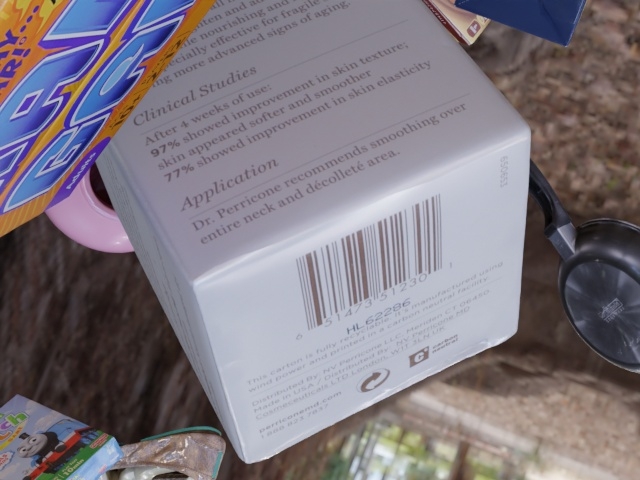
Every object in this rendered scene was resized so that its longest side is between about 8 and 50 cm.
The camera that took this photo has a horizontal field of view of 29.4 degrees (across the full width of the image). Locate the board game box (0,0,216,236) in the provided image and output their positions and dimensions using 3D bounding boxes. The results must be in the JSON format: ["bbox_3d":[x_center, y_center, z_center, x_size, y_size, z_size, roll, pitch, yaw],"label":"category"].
[{"bbox_3d":[-0.287,-0.216,0.791,0.356,0.356,0.356,43,-153,1],"label":"board game box"}]

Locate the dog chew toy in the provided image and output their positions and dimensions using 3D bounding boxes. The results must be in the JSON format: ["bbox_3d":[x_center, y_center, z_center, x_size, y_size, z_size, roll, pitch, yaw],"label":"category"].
[{"bbox_3d":[-0.271,-0.100,1.584,0.206,0.206,0.332,24,-178,-17],"label":"dog chew toy"}]

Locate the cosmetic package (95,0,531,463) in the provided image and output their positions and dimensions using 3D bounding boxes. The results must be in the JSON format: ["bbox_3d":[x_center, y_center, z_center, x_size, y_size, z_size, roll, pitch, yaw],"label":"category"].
[{"bbox_3d":[-0.032,-0.067,1.221,0.394,0.329,0.327,58,167,35],"label":"cosmetic package"}]

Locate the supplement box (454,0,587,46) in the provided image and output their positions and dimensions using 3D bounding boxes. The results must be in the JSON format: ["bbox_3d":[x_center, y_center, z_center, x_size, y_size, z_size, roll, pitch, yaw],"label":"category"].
[{"bbox_3d":[0.146,-0.188,0.827,0.083,0.083,0.056,22,135,8],"label":"supplement box"}]

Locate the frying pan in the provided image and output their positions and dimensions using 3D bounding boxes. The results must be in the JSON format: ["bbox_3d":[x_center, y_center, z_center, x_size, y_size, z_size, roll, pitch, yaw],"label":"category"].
[{"bbox_3d":[0.306,0.012,1.335,0.197,0.053,0.326,-15,106,57],"label":"frying pan"}]

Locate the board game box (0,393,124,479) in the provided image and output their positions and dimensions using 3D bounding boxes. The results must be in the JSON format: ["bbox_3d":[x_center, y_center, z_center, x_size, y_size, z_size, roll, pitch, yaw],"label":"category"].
[{"bbox_3d":[-0.372,0.279,1.521,0.211,0.160,0.039,12,133,42],"label":"board game box"}]

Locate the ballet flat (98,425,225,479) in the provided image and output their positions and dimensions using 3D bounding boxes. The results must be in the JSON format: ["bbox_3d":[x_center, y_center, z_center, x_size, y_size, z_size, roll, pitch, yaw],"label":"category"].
[{"bbox_3d":[-0.288,0.361,1.901,0.316,0.106,0.107,-15,152,32],"label":"ballet flat"}]

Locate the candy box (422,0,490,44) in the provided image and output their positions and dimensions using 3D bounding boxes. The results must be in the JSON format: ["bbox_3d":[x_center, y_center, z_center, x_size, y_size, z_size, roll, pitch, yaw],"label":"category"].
[{"bbox_3d":[0.235,-0.459,1.733,0.183,0.316,0.087,41,175,-30],"label":"candy box"}]
